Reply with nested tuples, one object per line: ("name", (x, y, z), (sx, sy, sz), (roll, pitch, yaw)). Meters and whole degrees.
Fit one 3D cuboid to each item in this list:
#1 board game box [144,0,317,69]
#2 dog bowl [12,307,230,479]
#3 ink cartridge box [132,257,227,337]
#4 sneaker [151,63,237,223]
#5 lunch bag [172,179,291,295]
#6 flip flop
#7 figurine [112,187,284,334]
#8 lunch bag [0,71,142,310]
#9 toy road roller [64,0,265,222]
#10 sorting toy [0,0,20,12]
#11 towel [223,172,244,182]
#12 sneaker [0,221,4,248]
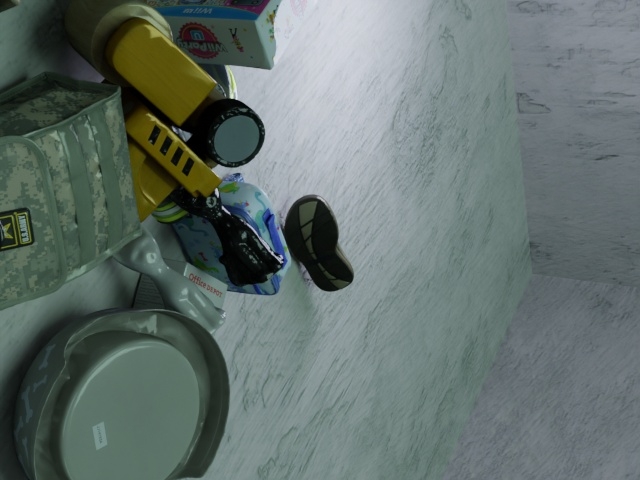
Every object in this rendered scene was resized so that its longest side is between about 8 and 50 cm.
("board game box", (-0.127, -0.407, 1.889), (0.097, 0.224, 0.303), (73, 34, -44))
("dog bowl", (-0.298, 0.258, 1.744), (0.349, 0.102, 0.348), (-15, 111, -42))
("ink cartridge box", (-0.244, 0.144, 1.950), (0.148, 0.086, 0.203), (37, 65, -61))
("sneaker", (-0.222, -0.182, 1.891), (0.121, 0.111, 0.299), (45, 55, -55))
("lunch bag", (-0.149, -0.004, 2.005), (0.219, 0.176, 0.090), (72, 35, -43))
("flip flop", (0.000, 0.000, 2.424), (0.277, 0.112, 0.080), (62, 16, -47))
("figurine", (-0.199, 0.022, 1.841), (0.215, 0.092, 0.209), (-44, 109, -18))
("lunch bag", (-0.382, -0.059, 1.518), (0.287, 0.169, 0.235), (-39, 134, -46))
("toy road roller", (-0.262, -0.179, 1.681), (0.240, 0.202, 0.329), (-47, 127, -2))
("sorting toy", (-0.375, -0.370, 1.435), (0.038, 0.208, 0.193), (9, 88, -27))
("towel", (-0.157, -0.059, 2.145), (0.067, 0.029, 0.119), (-45, 135, -52))
("sneaker", (-0.462, 0.087, 1.273), (0.169, 0.258, 0.447), (-47, 138, -51))
